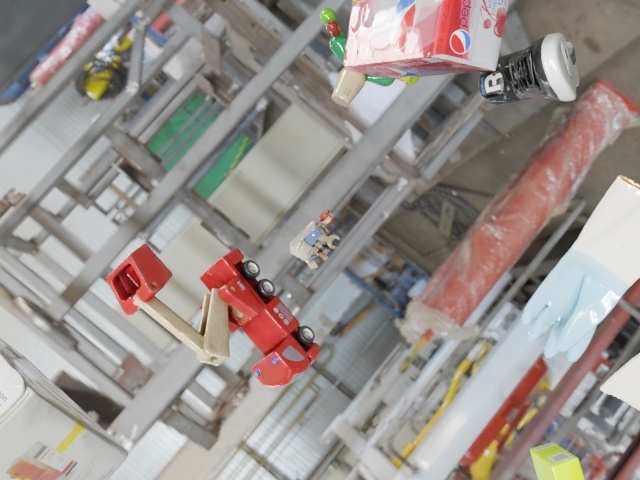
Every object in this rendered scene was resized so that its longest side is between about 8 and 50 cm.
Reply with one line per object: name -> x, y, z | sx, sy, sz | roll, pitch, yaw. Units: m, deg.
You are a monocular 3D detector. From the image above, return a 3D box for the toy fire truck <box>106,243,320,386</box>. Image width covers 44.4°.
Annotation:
toy fire truck -> -0.095, 0.074, 0.747 | 0.192, 0.047, 0.135 | 51, -145, -1

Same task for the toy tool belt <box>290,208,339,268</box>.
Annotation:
toy tool belt -> 0.000, 0.000, 1.080 | 0.051, 0.083, 0.052 | 39, -160, -19

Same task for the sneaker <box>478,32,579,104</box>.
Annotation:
sneaker -> 0.250, -0.199, 0.967 | 0.217, 0.121, 0.079 | -25, -77, -66

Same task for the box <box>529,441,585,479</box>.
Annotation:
box -> 0.332, 0.367, 1.033 | 0.109, 0.042, 0.178 | 95, 159, -86

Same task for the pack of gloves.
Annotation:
pack of gloves -> 0.311, 0.080, 0.758 | 0.195, 0.046, 0.232 | 33, 133, 12

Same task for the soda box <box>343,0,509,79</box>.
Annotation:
soda box -> 0.115, -0.249, 0.941 | 0.083, 0.092, 0.263 | 6, -173, -21

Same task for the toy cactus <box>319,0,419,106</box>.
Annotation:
toy cactus -> 0.082, -0.323, 1.407 | 0.219, 0.181, 0.112 | 34, 166, -26

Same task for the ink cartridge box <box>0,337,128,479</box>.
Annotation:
ink cartridge box -> -0.485, 0.248, 1.154 | 0.279, 0.160, 0.385 | 36, 161, 22
